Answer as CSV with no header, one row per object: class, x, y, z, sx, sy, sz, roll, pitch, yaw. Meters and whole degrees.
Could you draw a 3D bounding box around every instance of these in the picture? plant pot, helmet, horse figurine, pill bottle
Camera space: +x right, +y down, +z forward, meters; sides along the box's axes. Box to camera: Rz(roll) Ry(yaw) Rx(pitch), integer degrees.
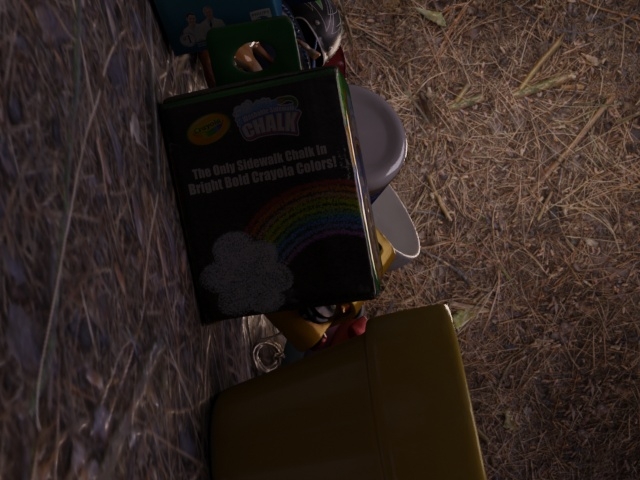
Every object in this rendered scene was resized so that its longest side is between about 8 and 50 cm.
plant pot,0.030,0.204,0.788,0.254,0.238,0.254,-10,90,-83
helmet,-0.038,-0.420,1.610,0.169,0.161,0.170,-10,90,-84
horse figurine,-0.092,-0.234,1.022,0.174,0.066,0.263,36,36,-16
pill bottle,0.005,-0.088,1.134,0.265,0.153,0.153,129,-44,-62

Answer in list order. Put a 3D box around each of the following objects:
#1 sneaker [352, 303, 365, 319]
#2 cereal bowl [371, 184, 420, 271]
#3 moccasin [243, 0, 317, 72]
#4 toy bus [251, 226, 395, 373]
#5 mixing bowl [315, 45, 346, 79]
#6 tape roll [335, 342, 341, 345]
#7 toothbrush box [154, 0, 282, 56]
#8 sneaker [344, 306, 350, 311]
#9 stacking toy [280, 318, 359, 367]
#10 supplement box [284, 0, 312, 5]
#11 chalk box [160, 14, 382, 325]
sneaker,0.045,0.102,1.914,0.083,0.084,0.215,-85,153,-71
cereal bowl,0.074,-0.063,1.872,0.339,0.141,0.339,43,24,-25
moccasin,-0.042,-0.212,1.241,0.117,0.137,0.342,54,-13,43
toy bus,0.010,0.056,1.023,0.104,0.190,0.202,-29,-117,49
mixing bowl,-0.028,-0.341,1.735,0.181,0.098,0.182,180,-90,-65
tape roll,0.038,0.227,1.013,0.189,0.080,0.189,-28,128,-43
toothbrush box,-0.132,-0.377,0.828,0.216,0.126,0.296,-94,170,-47
sneaker,0.000,0.000,1.447,0.107,0.118,0.279,-24,104,-85
stacking toy,-0.014,0.237,1.219,0.309,0.130,0.280,53,54,-71
supplement box,-0.089,-0.536,1.173,0.195,0.194,0.357,40,40,-81
chalk box,-0.046,-0.080,0.853,0.179,0.180,0.289,-46,127,-83
